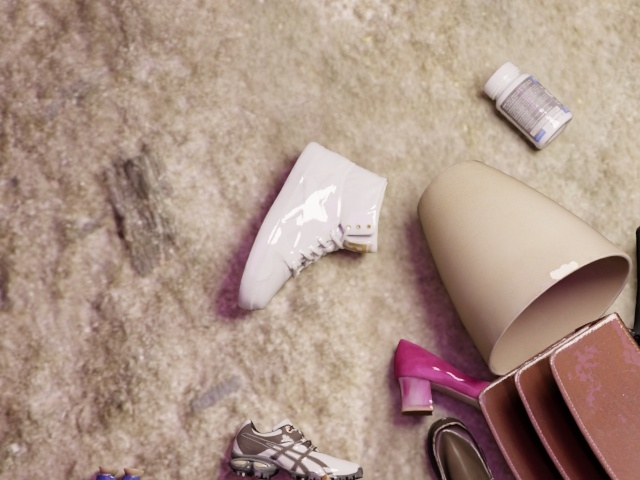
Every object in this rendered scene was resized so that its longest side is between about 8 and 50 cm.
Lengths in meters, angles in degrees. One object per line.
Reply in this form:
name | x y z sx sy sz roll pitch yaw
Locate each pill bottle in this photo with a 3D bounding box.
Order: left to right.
pill bottle | 0.333 -0.220 1.765 0.078 0.078 0.137 -42 79 -12

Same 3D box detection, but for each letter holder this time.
letter holder | 0.383 0.289 1.509 0.214 0.152 0.302 -30 82 -10

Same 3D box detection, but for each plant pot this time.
plant pot | 0.273 0.015 1.625 0.256 0.256 0.274 -31 61 -10

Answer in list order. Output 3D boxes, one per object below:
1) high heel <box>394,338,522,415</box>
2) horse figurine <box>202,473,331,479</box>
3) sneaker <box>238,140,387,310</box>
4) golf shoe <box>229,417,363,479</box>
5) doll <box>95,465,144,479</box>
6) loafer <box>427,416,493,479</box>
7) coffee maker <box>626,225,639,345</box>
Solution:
high heel | 0.233 0.202 1.645 0.244 0.082 0.117 -3 68 4
horse figurine | -0.070 0.377 1.549 0.263 0.174 0.066 -6 64 8
sneaker | 0.000 0.000 1.675 0.169 0.108 0.293 24 73 9
golf shoe | -0.032 0.309 1.599 0.198 0.077 0.094 8 73 -1
doll | -0.294 0.424 1.572 0.129 0.046 0.189 5 73 1
loafer | 0.224 0.359 1.590 0.080 0.078 0.220 -22 76 -8
coffee maker | 0.518 0.067 1.664 0.171 0.120 0.178 5 73 1
